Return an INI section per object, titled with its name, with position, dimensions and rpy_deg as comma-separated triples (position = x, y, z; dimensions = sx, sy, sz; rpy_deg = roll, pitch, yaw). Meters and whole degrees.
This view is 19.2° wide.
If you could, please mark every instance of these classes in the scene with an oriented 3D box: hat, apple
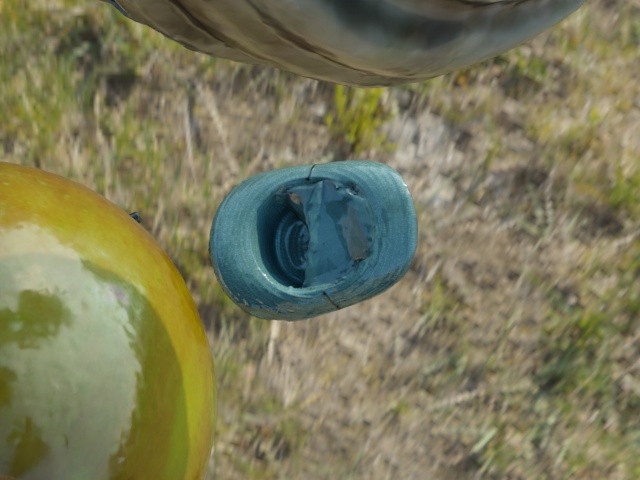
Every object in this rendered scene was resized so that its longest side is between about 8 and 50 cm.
[hat]
position = 0.000, 0.000, 1.675
dimensions = 0.191, 0.078, 0.138
rpy_deg = -10, 79, 14
[apple]
position = -0.257, 0.140, 1.367
dimensions = 0.384, 0.374, 0.374
rpy_deg = -42, 77, 24

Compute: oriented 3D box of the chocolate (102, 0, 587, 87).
[chocolate]
position = 0.015, -0.178, 0.588
dimensions = 0.303, 0.213, 0.303
rpy_deg = -4, 111, -11

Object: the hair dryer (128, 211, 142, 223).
[hair dryer]
position = -0.251, 0.041, 1.761
dimensions = 0.195, 0.050, 0.173
rpy_deg = -24, 42, 6
